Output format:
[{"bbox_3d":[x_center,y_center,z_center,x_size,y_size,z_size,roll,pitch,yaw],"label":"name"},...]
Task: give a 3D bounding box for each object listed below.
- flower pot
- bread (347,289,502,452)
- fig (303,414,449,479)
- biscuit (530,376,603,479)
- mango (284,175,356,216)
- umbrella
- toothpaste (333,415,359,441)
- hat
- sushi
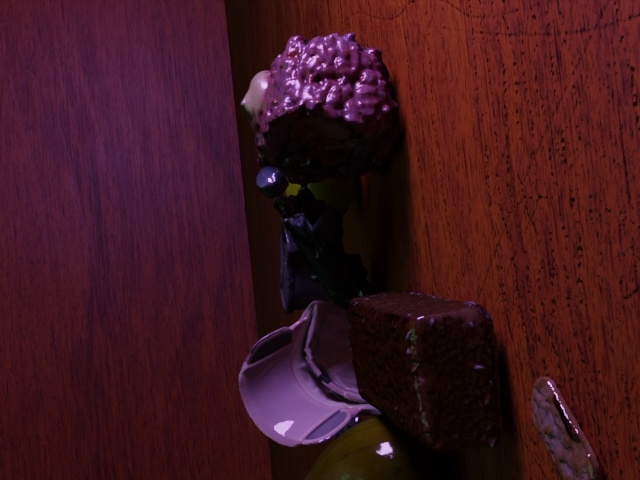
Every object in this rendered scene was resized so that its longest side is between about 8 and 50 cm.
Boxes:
[{"bbox_3d":[-0.029,0.054,1.979,0.103,0.108,0.229,-110,17,-49],"label":"flower pot"},{"bbox_3d":[0.123,0.156,1.220,0.416,0.113,0.165,180,85,-80],"label":"bread"},{"bbox_3d":[0.072,0.354,1.309,0.203,0.225,0.202,-13,-90,-78],"label":"fig"},{"bbox_3d":[0.236,0.193,0.894,0.147,0.018,0.071,-111,17,-52],"label":"biscuit"},{"bbox_3d":[-0.012,-0.150,1.683,0.273,0.149,0.185,-119,32,-52],"label":"mango"},{"bbox_3d":[0.003,-0.001,1.494,0.143,0.094,0.349,31,162,47],"label":"umbrella"},{"bbox_3d":[0.050,0.413,1.929,0.239,0.039,0.062,98,156,-59],"label":"toothpaste"},{"bbox_3d":[-0.009,0.232,1.523,0.219,0.226,0.164,57,-177,8],"label":"hat"},{"bbox_3d":[-0.004,-0.201,1.409,0.270,0.237,0.170,108,163,-73],"label":"sushi"}]
